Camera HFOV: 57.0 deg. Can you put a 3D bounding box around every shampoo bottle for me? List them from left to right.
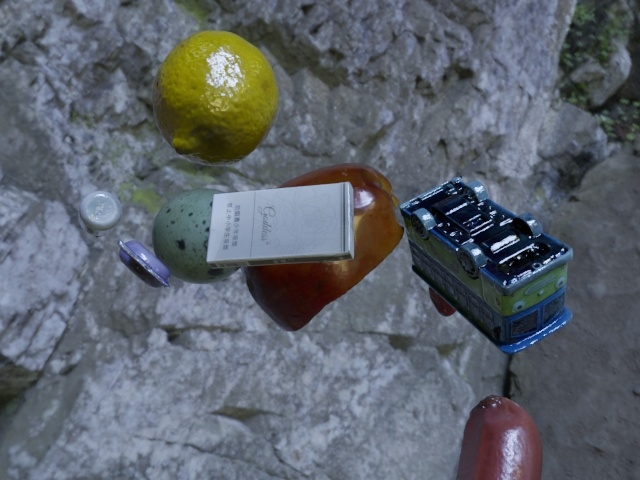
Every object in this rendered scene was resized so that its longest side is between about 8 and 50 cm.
[{"bbox_3d":[-0.419,-0.044,1.117,0.074,0.074,0.192,-61,17,-16],"label":"shampoo bottle"}]

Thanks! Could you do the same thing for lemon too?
[{"bbox_3d":[-0.193,-0.253,1.087,0.228,0.228,0.253,-20,55,47],"label":"lemon"}]

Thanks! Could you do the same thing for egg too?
[{"bbox_3d":[-0.207,-0.010,1.073,0.228,0.177,0.177,-13,46,48],"label":"egg"}]

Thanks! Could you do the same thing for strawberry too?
[{"bbox_3d":[0.392,0.146,1.774,0.131,0.131,0.148,4,58,59],"label":"strawberry"}]

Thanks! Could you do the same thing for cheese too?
[{"bbox_3d":[-0.268,0.038,0.899,0.042,0.105,0.191,-48,11,-11],"label":"cheese"}]

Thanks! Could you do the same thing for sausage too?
[{"bbox_3d":[0.315,0.404,1.035,0.148,0.148,0.254,-15,43,51],"label":"sausage"}]

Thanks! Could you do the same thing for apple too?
[{"bbox_3d":[0.000,0.000,1.224,0.365,0.295,0.328,-34,66,19],"label":"apple"}]

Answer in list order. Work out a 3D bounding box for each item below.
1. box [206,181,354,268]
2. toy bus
[{"bbox_3d":[-0.054,-0.020,0.803,0.198,0.029,0.109,-4,64,10],"label":"box"},{"bbox_3d":[0.291,0.032,1.063,0.152,0.190,0.312,-26,36,-13],"label":"toy bus"}]
